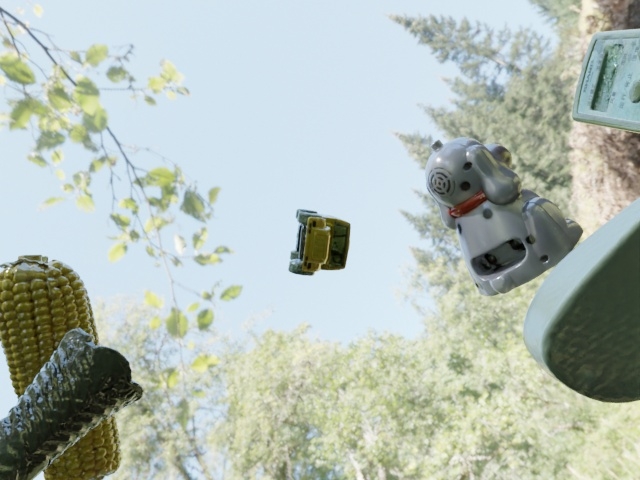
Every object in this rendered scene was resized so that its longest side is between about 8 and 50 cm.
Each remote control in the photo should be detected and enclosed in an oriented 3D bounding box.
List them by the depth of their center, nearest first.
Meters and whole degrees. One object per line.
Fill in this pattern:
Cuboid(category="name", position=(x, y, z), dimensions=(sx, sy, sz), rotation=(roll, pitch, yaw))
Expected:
Cuboid(category="remote control", position=(0.316, -0.145, 0.510), dimensions=(0.038, 0.233, 0.098), rotation=(6, -73, -10))

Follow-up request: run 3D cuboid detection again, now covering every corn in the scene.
Cuboid(category="corn", position=(-0.407, 0.208, 0.874), dimensions=(0.143, 0.387, 0.144), rotation=(-17, 0, 0))

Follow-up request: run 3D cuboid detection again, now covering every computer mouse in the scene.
Cuboid(category="computer mouse", position=(0.261, 0.040, 0.445), dimensions=(0.231, 0.128, 0.079), rotation=(-55, 4, 33))

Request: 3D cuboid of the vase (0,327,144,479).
Cuboid(category="vase", position=(-0.294, 0.205, 0.538), dimensions=(0.237, 0.115, 0.115), rotation=(-52, -22, -45))

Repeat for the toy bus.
Cuboid(category="toy bus", position=(0.000, 0.000, 1.193), dimensions=(0.335, 0.123, 0.121), rotation=(-121, 39, -85))

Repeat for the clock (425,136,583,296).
Cuboid(category="clock", position=(0.265, -0.060, 0.894), dimensions=(0.189, 0.254, 0.189), rotation=(-35, -3, -2))
